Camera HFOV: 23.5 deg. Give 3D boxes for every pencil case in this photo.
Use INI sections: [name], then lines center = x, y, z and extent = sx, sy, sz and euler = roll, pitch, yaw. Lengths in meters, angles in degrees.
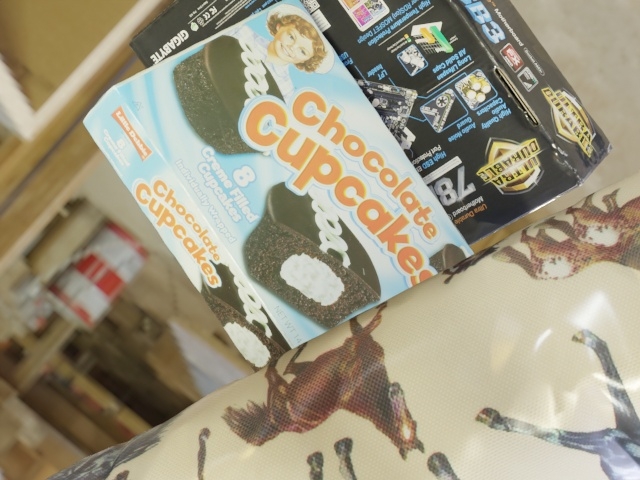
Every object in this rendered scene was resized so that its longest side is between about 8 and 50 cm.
[pencil case]
center = 0.044, 0.127, 0.793
extent = 0.184, 0.410, 0.160
euler = 65, -170, 12

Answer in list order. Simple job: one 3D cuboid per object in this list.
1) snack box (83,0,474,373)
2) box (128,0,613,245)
[snack box]
center = 0.000, 0.000, 1.078
extent = 0.322, 0.187, 0.060
euler = 55, 140, 0
[box]
center = 0.029, -0.115, 1.203
extent = 0.293, 0.073, 0.295
euler = 52, 134, -6
